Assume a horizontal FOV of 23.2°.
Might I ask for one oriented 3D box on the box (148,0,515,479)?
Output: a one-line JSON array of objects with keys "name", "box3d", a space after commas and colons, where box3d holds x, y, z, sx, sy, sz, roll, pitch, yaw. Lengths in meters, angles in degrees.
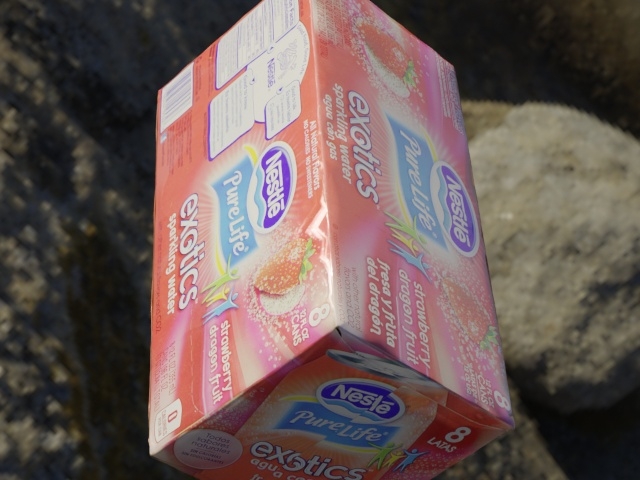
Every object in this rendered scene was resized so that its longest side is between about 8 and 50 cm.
[{"name": "box", "box3d": [0.000, 0.000, 0.931, 0.142, 0.154, 0.300, 31, 36, -32]}]
